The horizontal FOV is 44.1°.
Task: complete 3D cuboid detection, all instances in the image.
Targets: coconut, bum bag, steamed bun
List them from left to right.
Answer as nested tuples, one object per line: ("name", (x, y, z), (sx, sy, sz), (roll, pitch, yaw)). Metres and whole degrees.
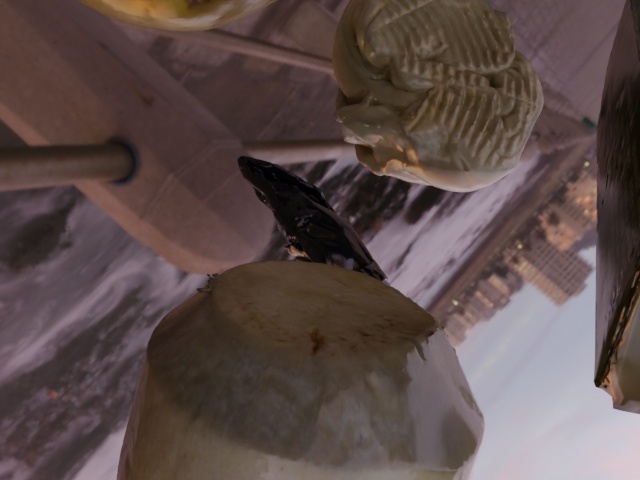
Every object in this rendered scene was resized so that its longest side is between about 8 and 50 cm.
("coconut", (-0.021, 0.184, 0.669), (0.323, 0.323, 0.323), (-46, 169, -11))
("bum bag", (0.000, 0.000, 0.966), (0.074, 0.310, 0.137), (-49, 140, 14))
("steamed bun", (0.135, -0.199, 1.071), (0.276, 0.289, 0.203), (-61, -179, -24))

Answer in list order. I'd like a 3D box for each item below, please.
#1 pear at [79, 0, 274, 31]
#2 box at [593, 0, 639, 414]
("pear", (-0.103, -0.353, 0.550), (0.362, 0.362, 0.418), (113, -18, -60))
("box", (0.382, -0.035, 0.510), (0.420, 0.372, 0.138), (-62, 159, -53))
